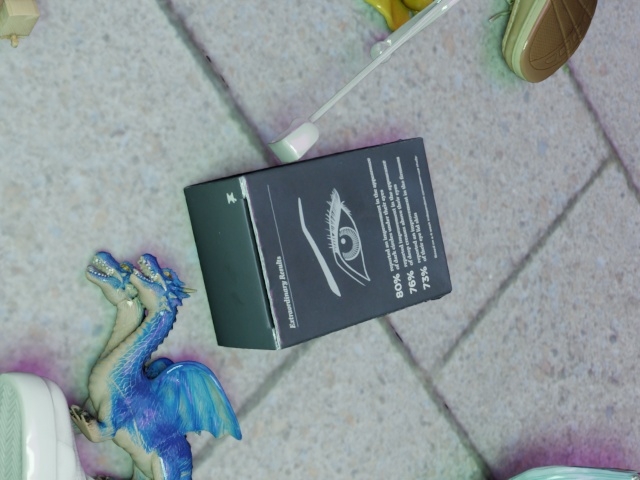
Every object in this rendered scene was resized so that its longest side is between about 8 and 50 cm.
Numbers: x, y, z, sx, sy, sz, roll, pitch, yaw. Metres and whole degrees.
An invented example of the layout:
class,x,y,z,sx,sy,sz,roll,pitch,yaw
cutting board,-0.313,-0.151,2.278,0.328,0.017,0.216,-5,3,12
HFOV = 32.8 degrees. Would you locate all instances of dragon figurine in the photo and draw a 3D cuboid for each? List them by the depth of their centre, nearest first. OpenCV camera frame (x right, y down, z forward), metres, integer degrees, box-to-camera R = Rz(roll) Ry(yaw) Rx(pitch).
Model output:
class,x,y,z,sx,sy,sz,roll,pitch,yaw
dragon figurine,-0.125,0.148,0.901,0.144,0.085,0.289,-39,107,-30

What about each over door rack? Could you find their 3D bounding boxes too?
class,x,y,z,sx,sy,sz,roll,pitch,yaw
over door rack,-0.016,-0.245,0.965,0.239,0.108,0.324,50,59,-10

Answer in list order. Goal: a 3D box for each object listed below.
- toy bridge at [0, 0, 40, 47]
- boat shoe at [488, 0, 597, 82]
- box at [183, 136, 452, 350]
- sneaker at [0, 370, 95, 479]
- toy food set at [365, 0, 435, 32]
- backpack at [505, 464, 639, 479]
class,x,y,z,sx,sy,sz,roll,pitch,yaw
toy bridge,-0.260,-0.231,0.838,0.026,0.063,0.188,-8,72,-36
boat shoe,0.261,-0.300,1.209,0.285,0.089,0.104,-62,145,-18
box,0.000,0.000,0.984,0.207,0.108,0.153,-14,95,-34
sneaker,-0.164,0.228,0.805,0.169,0.108,0.292,-6,103,-37
toy food set,0.091,-0.322,1.089,0.128,0.071,0.218,-7,91,-35
backpack,0.234,0.323,1.061,0.253,0.225,0.191,2,64,-33
